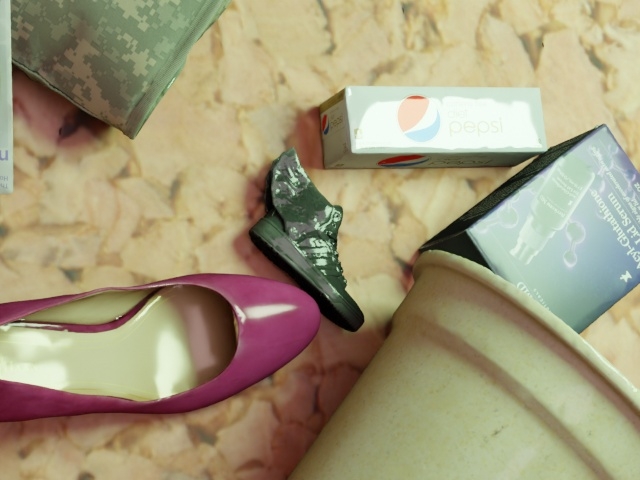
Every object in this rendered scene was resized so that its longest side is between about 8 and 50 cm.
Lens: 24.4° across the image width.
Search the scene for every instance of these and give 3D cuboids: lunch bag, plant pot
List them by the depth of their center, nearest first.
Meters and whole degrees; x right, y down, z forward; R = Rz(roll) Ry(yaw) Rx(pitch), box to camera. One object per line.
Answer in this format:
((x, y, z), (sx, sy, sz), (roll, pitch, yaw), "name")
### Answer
((0.108, 0.230, 1.290), (0.334, 0.334, 0.305), (46, 79, -7), "plant pot")
((-0.190, -0.264, 1.324), (0.235, 0.169, 0.287), (34, 95, -9), "lunch bag")

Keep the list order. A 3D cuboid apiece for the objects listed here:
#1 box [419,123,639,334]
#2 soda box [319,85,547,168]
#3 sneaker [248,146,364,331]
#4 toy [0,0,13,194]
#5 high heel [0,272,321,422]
((0.231, 0.006, 1.472), (0.207, 0.108, 0.153), (-38, 95, -24), "box")
((0.112, -0.112, 1.467), (0.216, 0.074, 0.069), (-2, 81, -22), "soda box")
((-0.001, 0.001, 1.413), (0.170, 0.051, 0.089), (44, 72, -4), "sneaker")
((-0.334, -0.154, 1.250), (0.137, 0.056, 0.237), (1, 99, -1), "toy")
((-0.152, 0.091, 1.264), (0.377, 0.181, 0.127), (-13, 85, -23), "high heel")
